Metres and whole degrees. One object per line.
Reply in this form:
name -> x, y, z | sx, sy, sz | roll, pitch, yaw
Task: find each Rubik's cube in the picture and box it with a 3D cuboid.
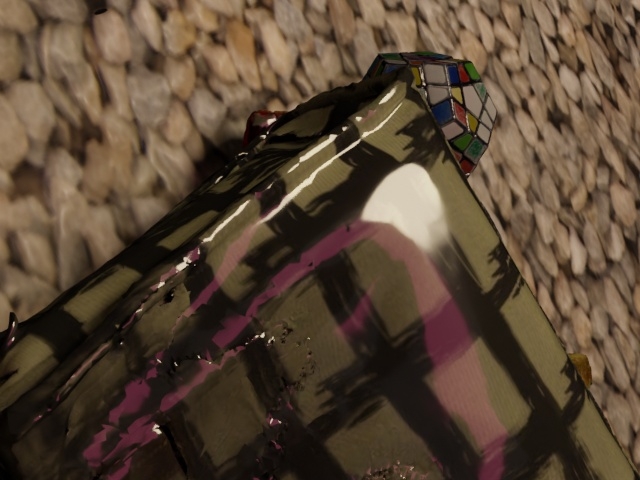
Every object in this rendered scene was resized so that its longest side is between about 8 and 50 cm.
Rubik's cube -> 0.069, -0.083, 1.169 | 0.111, 0.093, 0.111 | 27, 53, -44

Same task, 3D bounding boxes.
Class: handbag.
handbag -> -0.003, 0.120, 0.873 | 0.327, 0.162, 0.325 | -38, 101, -34

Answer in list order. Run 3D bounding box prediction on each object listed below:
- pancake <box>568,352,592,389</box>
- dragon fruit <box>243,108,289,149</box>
pancake -> 0.166, 0.233, 1.185 | 0.197, 0.054, 0.377 | 45, 43, -29
dragon fruit -> -0.002, -0.001, 1.056 | 0.127, 0.120, 0.161 | 131, -27, -85
